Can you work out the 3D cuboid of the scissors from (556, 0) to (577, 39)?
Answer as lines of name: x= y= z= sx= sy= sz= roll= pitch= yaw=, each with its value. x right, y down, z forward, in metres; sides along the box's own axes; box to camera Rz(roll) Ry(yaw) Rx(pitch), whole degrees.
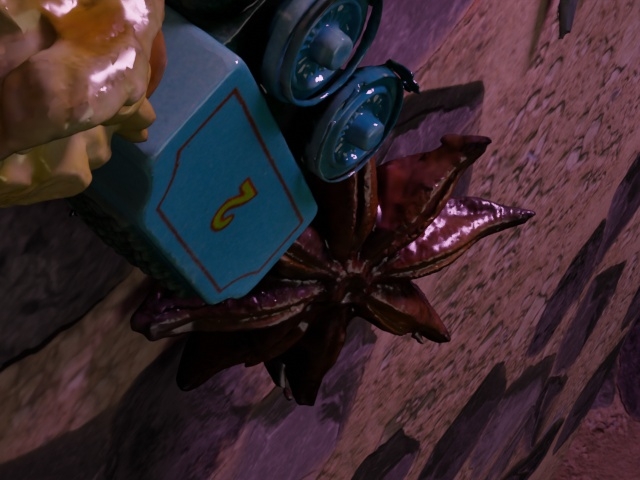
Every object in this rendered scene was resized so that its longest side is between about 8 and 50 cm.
scissors: x=0.226 y=-0.301 z=1.057 sx=0.256 sy=0.029 sz=0.383 roll=-52 pitch=157 yaw=-18

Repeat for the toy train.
toy train: x=-0.051 y=-0.063 z=0.642 sx=0.163 sy=0.112 sz=0.203 roll=-49 pitch=157 yaw=-8

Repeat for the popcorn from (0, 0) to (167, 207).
popcorn: x=-0.118 y=-0.077 z=0.462 sx=0.135 sy=0.162 sz=0.141 roll=-15 pitch=120 yaw=-5

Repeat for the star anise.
star anise: x=0.000 y=0.000 z=0.860 sx=0.272 sy=0.102 sz=0.272 roll=-18 pitch=140 yaw=-16
